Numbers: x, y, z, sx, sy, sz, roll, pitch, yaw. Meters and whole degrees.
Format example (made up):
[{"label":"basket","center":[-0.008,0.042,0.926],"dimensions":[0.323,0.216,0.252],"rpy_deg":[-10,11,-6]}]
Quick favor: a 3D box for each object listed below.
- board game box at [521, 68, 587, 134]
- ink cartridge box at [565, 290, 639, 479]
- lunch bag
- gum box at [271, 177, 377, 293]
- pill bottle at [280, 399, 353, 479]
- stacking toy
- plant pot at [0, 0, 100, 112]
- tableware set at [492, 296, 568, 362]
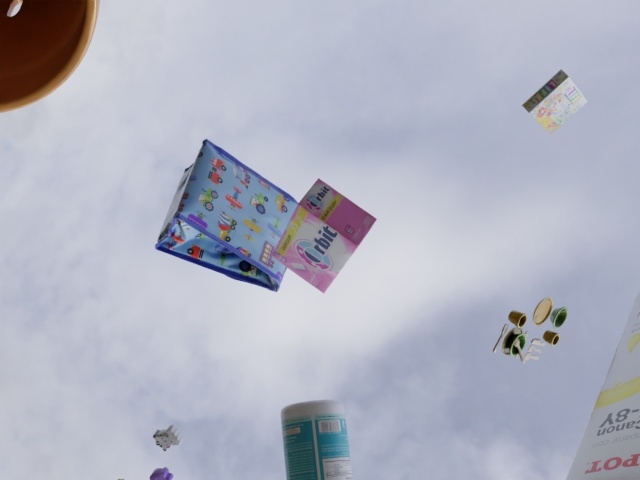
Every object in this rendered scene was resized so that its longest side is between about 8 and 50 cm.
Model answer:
[{"label":"board game box","center":[0.494,-0.288,1.484],"dimensions":[0.103,0.154,0.026],"rpy_deg":[-44,-120,20]},{"label":"ink cartridge box","center":[0.456,0.174,0.740],"dimensions":[0.279,0.160,0.385],"rpy_deg":[-31,-170,46]},{"label":"lunch bag","center":[-0.163,-0.038,1.485],"dimensions":[0.138,0.293,0.221],"rpy_deg":[-44,-154,47]},{"label":"gum box","center":[0.000,0.000,1.097],"dimensions":[0.107,0.188,0.062],"rpy_deg":[35,-122,2]},{"label":"pill bottle","center":[-0.006,0.492,1.552],"dimensions":[0.146,0.146,0.264],"rpy_deg":[-18,-114,30]},{"label":"stacking toy","center":[-0.258,0.460,1.253],"dimensions":[0.052,0.167,0.221],"rpy_deg":[-28,-77,26]},{"label":"plant pot","center":[-0.351,-0.298,0.689],"dimensions":[0.291,0.291,0.203],"rpy_deg":[-32,-143,22]},{"label":"tableware set","center":[0.317,0.131,1.040],"dimensions":[0.024,0.154,0.104],"rpy_deg":[29,-82,44]}]
